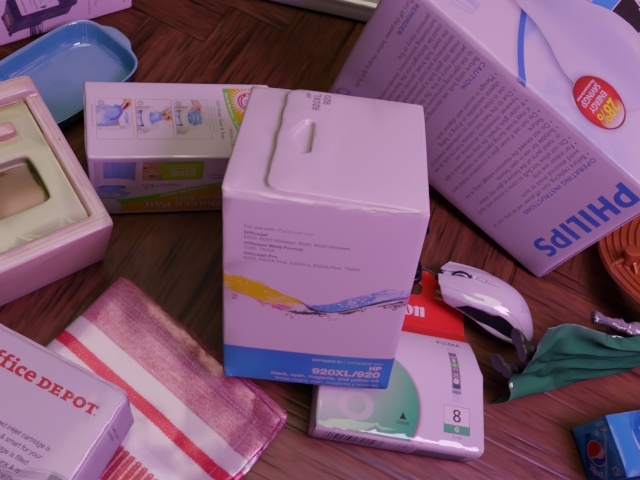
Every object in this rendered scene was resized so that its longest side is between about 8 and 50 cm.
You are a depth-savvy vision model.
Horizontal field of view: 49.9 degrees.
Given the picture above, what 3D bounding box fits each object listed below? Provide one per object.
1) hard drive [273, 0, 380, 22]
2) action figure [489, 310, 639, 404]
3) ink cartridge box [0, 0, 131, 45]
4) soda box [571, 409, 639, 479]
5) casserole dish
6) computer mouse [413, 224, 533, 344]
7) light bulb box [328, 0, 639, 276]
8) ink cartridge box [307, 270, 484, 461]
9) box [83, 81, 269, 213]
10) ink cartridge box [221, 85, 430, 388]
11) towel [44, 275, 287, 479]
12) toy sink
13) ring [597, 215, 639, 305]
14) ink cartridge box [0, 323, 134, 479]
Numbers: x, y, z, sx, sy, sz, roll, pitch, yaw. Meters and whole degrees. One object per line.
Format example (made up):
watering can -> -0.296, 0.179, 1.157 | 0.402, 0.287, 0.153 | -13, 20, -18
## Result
hard drive -> 0.047, -0.421, 1.049 | 0.308, 0.040, 0.203 | 10, 60, -10
action figure -> 0.311, 0.125, 0.787 | 0.232, 0.137, 0.063 | -1, 49, -24
ink cartridge box -> -0.385, -0.354, 0.865 | 0.237, 0.100, 0.172 | -28, 72, -27
soda box -> 0.398, 0.222, 0.769 | 0.210, 0.071, 0.067 | -4, 63, -16
casserole dish -> -0.310, -0.196, 0.836 | 0.114, 0.037, 0.188 | 40, 61, 8
computer mouse -> 0.175, 0.050, 0.806 | 0.193, 0.042, 0.106 | 31, 38, 1
light bulb box -> 0.274, -0.220, 0.868 | 0.361, 0.225, 0.358 | 41, 60, 2
ink cartridge box -> 0.087, 0.116, 0.759 | 0.181, 0.056, 0.224 | 12, 61, -9
box -> -0.157, -0.103, 0.778 | 0.203, 0.114, 0.103 | -3, 62, -16
ink cartridge box -> 0.000, 0.000, 0.659 | 0.168, 0.232, 0.171 | 6, 42, 0
towel -> -0.216, 0.212, 0.638 | 0.237, 0.037, 0.329 | 38, 60, 8
toy sink -> -0.333, -0.066, 0.677 | 0.153, 0.131, 0.234 | -27, 83, -28
ring -> 0.523, 0.011, 0.854 | 0.337, 0.032, 0.336 | -3, 38, 2
ink cartridge box -> -0.274, 0.193, 0.568 | 0.153, 0.087, 0.208 | 27, 61, 6
